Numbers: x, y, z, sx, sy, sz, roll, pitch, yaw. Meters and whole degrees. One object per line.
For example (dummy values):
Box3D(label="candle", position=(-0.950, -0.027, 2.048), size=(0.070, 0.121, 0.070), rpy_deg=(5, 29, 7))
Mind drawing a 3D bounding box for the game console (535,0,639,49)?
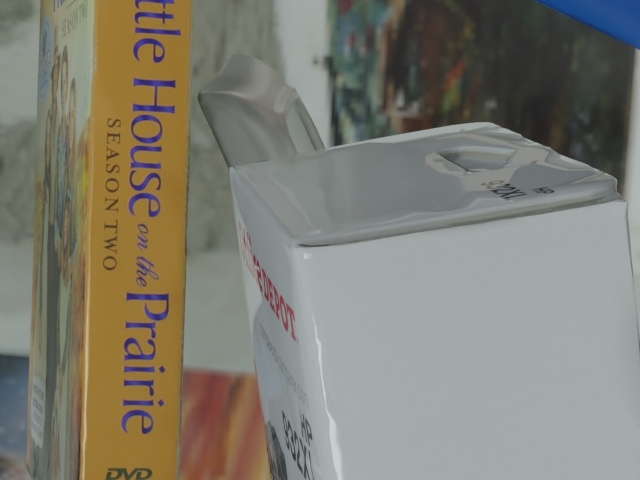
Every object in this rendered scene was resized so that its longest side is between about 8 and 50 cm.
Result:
Box3D(label="game console", position=(0.134, -0.202, 0.507), size=(0.250, 0.293, 0.173), rpy_deg=(-52, 37, 28))

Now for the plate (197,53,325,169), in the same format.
Box3D(label="plate", position=(0.000, 0.000, 1.175), size=(0.277, 0.045, 0.278), rpy_deg=(-85, -29, -79))

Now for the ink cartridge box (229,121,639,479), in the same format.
Box3D(label="ink cartridge box", position=(0.052, 0.119, 0.713), size=(0.223, 0.129, 0.307), rpy_deg=(-132, 33, -76))

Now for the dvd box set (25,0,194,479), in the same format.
Box3D(label="dvd box set", position=(-0.134, -0.048, 1.026), size=(0.307, 0.062, 0.420), rpy_deg=(-175, 87, -75))
